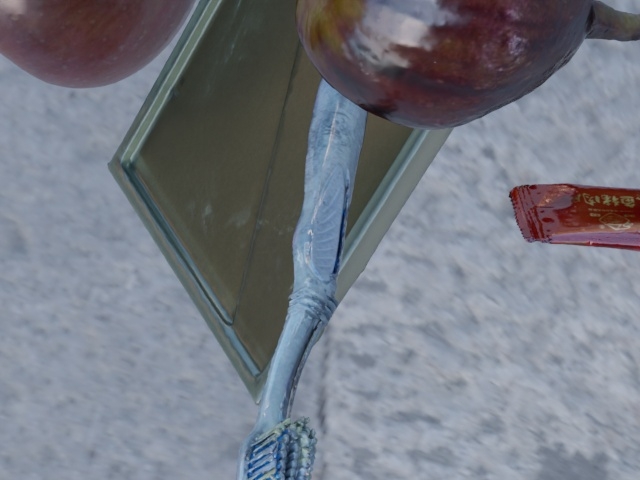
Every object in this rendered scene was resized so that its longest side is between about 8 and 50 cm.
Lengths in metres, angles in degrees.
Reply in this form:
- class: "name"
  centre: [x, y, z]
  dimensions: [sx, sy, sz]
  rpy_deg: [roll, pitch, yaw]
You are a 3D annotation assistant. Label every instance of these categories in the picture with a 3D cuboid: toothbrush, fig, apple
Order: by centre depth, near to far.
- class: "fig"
  centre: [0.070, -0.119, 0.917]
  dimensions: [0.149, 0.148, 0.202]
  rpy_deg: [-43, 106, 13]
- class: "toothbrush"
  centre: [0.000, 0.000, 1.019]
  dimensions: [0.042, 0.035, 0.413]
  rpy_deg: [-31, 32, 32]
- class: "apple"
  centre: [-0.230, -0.277, 1.611]
  dimensions: [0.305, 0.305, 0.235]
  rpy_deg: [40, 92, 23]

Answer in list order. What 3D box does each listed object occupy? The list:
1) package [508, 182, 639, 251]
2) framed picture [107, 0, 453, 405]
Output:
- class: "package"
  centre: [0.234, -0.013, 1.266]
  dimensions: [0.200, 0.083, 0.022]
  rpy_deg: [3, 120, -4]
- class: "framed picture"
  centre: [0.002, -0.143, 1.385]
  dimensions: [0.446, 0.028, 0.326]
  rpy_deg: [-58, 42, 21]
